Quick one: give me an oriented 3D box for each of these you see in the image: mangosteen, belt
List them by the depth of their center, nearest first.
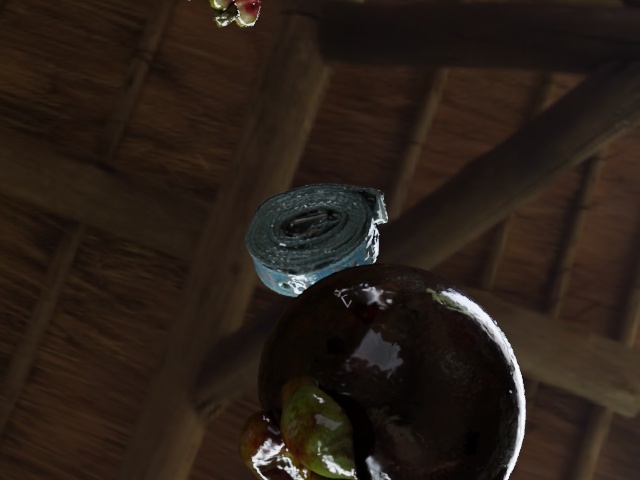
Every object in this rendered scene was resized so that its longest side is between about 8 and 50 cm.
[{"bbox_3d":[0.058,0.163,1.082,0.288,0.288,0.288,-19,-66,-49],"label":"mangosteen"},{"bbox_3d":[-0.009,0.001,1.408,0.082,0.163,0.147,71,-148,-54],"label":"belt"}]

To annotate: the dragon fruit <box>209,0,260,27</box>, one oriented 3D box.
[{"bbox_3d":[-0.088,-0.273,0.986,0.172,0.160,0.166,-84,17,-60],"label":"dragon fruit"}]
